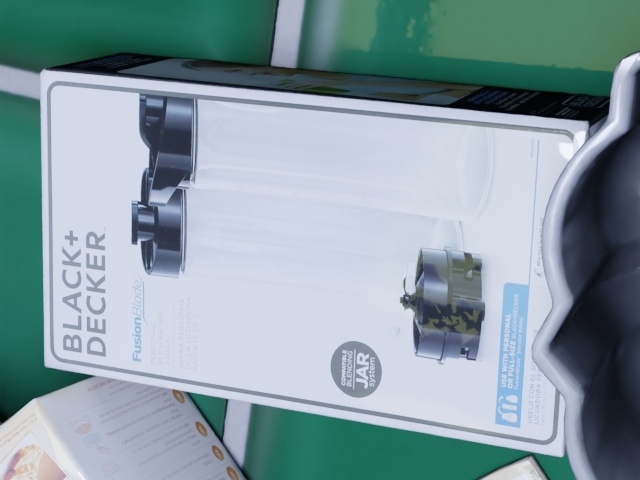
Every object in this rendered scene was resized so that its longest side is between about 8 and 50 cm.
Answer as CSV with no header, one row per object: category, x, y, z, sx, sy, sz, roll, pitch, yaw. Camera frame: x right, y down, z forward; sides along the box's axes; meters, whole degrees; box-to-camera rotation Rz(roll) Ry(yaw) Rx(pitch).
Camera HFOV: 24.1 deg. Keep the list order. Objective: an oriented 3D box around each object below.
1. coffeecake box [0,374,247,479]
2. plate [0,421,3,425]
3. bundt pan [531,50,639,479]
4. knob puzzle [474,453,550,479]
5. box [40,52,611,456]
coffeecake box,-0.090,0.164,0.812,0.068,0.142,0.185,-38,82,20
plate,-0.187,0.135,0.844,0.024,0.188,0.188,-35,88,0
bundt pan,0.259,0.017,0.634,0.330,0.124,0.331,4,107,12
knob puzzle,0.081,0.234,0.830,0.213,0.030,0.213,6,106,21
box,0.000,0.000,0.773,0.289,0.087,0.169,9,106,21
